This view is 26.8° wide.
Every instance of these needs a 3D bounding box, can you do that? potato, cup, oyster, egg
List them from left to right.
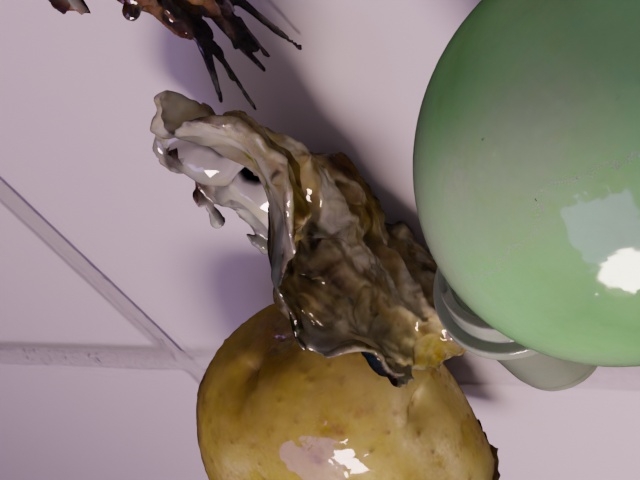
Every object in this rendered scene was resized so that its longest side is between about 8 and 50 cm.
[{"bbox_3d":[0.001,-0.001,0.994,0.351,0.115,0.238,34,-172,-34],"label":"oyster"},{"bbox_3d":[0.006,0.157,1.210,0.285,0.242,0.242,13,149,41],"label":"potato"},{"bbox_3d":[0.154,0.053,0.993,0.120,0.120,0.141,11,155,30],"label":"cup"},{"bbox_3d":[0.159,-0.043,0.708,0.220,0.220,0.270,30,151,-2],"label":"egg"}]

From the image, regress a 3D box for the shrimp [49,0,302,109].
[{"bbox_3d":[-0.111,-0.203,0.808,0.145,0.116,0.343,-13,138,31],"label":"shrimp"}]
